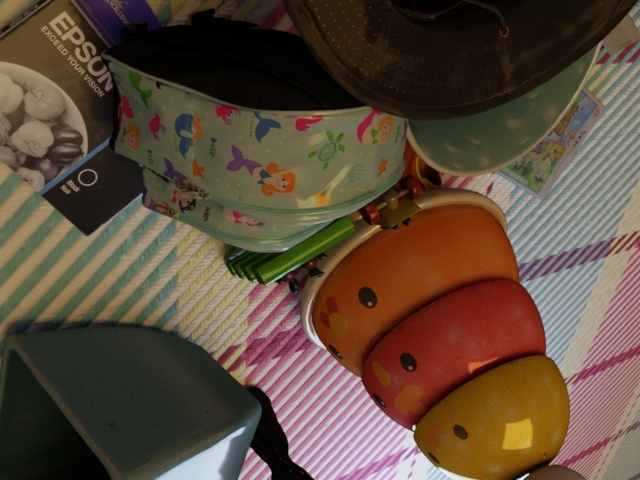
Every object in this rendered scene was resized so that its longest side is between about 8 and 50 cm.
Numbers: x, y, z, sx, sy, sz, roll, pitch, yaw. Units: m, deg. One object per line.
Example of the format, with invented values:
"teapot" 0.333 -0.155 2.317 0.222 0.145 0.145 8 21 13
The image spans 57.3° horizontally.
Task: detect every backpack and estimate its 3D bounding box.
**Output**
"backpack" -0.047 -0.103 0.547 0.225 0.253 0.191 -35 134 -49

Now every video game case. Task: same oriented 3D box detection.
"video game case" 0.373 -0.181 0.981 0.212 0.023 0.193 19 107 -41

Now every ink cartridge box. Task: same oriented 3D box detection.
"ink cartridge box" -0.222 -0.136 0.584 0.208 0.045 0.206 -42 134 -7

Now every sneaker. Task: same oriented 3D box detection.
"sneaker" 0.145 -0.073 0.866 0.064 0.067 0.175 -23 132 -23

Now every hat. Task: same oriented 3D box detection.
"hat" 0.099 -0.258 0.459 0.331 0.134 0.331 -7 112 -18

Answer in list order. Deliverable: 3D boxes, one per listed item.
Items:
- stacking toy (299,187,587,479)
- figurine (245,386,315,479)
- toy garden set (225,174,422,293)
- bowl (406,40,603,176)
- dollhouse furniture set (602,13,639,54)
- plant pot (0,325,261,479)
"stacking toy" 0.209 0.193 0.778 0.351 0.480 0.350 -18 141 -15
"figurine" -0.126 0.361 0.872 0.215 0.209 0.092 -38 133 -7
"toy garden set" 0.000 0.000 0.701 0.204 0.244 0.049 -30 97 -14
"bowl" 0.171 -0.248 0.698 0.312 0.163 0.311 -18 127 -25
"dollhouse furniture set" 0.494 -0.397 0.916 0.151 0.123 0.144 -29 144 34
"plant pot" -0.220 0.254 0.723 0.252 0.248 0.247 -8 124 -50
